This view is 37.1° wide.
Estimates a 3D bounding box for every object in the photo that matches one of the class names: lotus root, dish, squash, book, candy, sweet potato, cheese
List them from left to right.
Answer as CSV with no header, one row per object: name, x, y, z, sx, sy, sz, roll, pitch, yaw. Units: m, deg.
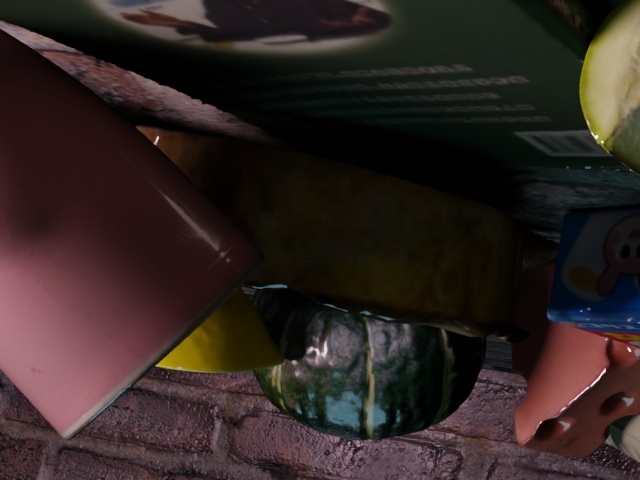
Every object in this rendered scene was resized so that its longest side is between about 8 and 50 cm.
dish,-0.130,0.064,0.872,0.208,0.080,0.149,9,-176,-10
lotus root,0.000,0.000,0.757,0.375,0.111,0.390,16,176,-31
book,0.010,-0.099,0.486,0.260,0.043,0.371,2,169,38
squash,0.048,0.094,0.994,0.252,0.165,0.252,-1,-152,1
sweet potato,0.184,0.008,0.888,0.117,0.049,0.049,1,168,15
cheese,0.299,0.108,0.982,0.128,0.203,0.177,20,152,-34
candy,0.355,0.054,0.819,0.306,0.100,0.157,16,170,-34
squash,0.208,-0.054,0.449,0.200,0.090,0.075,12,-177,-43

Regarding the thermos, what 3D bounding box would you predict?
thermos,-0.174,-0.033,0.502,0.265,0.146,0.176,47,-161,-5

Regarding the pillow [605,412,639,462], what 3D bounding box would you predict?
pillow,0.445,0.179,1.020,0.255,0.119,0.322,-24,-170,-9
